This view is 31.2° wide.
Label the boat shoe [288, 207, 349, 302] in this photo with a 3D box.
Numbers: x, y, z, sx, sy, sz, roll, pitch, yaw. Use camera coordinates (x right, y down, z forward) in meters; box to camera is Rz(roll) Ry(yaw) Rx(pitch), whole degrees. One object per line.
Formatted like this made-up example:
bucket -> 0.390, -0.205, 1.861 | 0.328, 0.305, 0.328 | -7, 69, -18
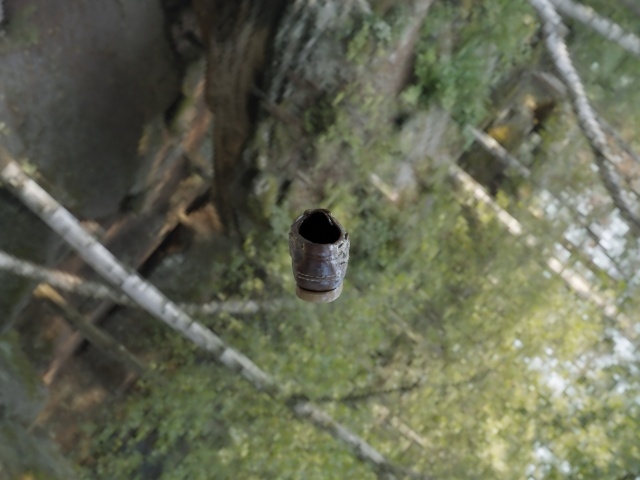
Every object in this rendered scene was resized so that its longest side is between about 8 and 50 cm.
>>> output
boat shoe -> 0.000, 0.000, 1.313 | 0.207, 0.073, 0.073 | -103, -169, -70
